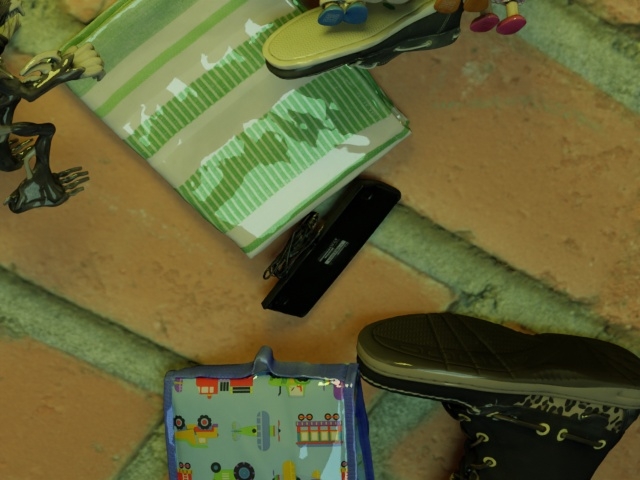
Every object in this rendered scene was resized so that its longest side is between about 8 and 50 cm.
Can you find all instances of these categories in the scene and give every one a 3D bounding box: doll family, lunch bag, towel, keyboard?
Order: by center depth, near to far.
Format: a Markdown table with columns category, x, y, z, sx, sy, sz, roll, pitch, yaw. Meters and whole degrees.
| category | x | y | z | sx | sy | sz | roll | pitch | yaw |
| --- | --- | --- | --- | --- | --- | --- | --- | --- | --- |
| doll family | 0.106 | -0.305 | 1.782 | 0.263 | 0.163 | 0.118 | 2 | 157 | -17 |
| towel | -0.085 | -0.151 | 1.889 | 0.248 | 0.038 | 0.325 | -38 | 122 | 10 |
| keyboard | 0.000 | 0.000 | 2.012 | 0.100 | 0.038 | 0.192 | 19 | 115 | -49 |
| lunch bag | -0.058 | 0.259 | 2.066 | 0.221 | 0.138 | 0.293 | -1 | 114 | 12 |

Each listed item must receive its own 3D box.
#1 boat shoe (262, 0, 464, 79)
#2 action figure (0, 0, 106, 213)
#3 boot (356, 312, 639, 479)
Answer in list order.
| category | x | y | z | sx | sy | sz | roll | pitch | yaw |
| --- | --- | --- | --- | --- | --- | --- | --- | --- | --- |
| boat shoe | 0.048 | -0.203 | 1.842 | 0.233 | 0.084 | 0.079 | -23 | 136 | -25 |
| action figure | -0.303 | -0.161 | 1.750 | 0.141 | 0.164 | 0.275 | -41 | 148 | -25 |
| boot | 0.189 | 0.240 | 2.142 | 0.377 | 0.138 | 0.284 | 6 | 118 | -24 |
